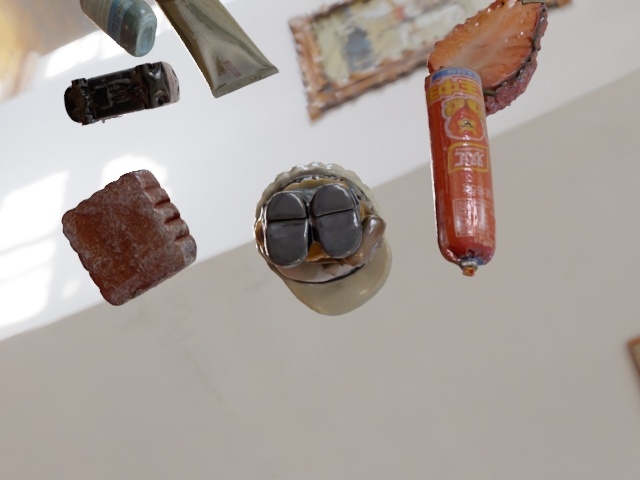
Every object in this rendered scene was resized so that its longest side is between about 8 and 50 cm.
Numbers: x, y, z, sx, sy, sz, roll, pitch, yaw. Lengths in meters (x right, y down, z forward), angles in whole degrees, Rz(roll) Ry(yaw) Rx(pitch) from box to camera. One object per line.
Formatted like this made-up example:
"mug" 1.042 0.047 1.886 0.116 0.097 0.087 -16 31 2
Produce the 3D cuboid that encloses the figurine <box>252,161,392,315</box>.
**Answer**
"figurine" -0.004 -0.030 1.376 0.332 0.185 0.204 77 5 -72

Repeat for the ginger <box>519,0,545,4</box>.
"ginger" 0.320 -0.413 1.551 0.193 0.123 0.115 4 77 -76

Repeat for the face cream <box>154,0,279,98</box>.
"face cream" -0.205 -0.379 1.879 0.341 0.137 0.084 52 21 -51

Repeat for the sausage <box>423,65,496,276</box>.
"sausage" 0.163 -0.077 1.234 0.074 0.074 0.274 53 31 -56

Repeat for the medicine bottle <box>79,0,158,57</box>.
"medicine bottle" -0.334 -0.372 1.649 0.208 0.054 0.090 43 -42 23

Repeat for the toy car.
"toy car" -0.368 -0.273 1.976 0.108 0.210 0.089 -60 137 -80

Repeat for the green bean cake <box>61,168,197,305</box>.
"green bean cake" -0.227 -0.004 1.275 0.135 0.136 0.056 60 22 -1

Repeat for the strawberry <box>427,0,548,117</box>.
"strawberry" 0.297 -0.298 1.766 0.190 0.236 0.111 33 -13 41
